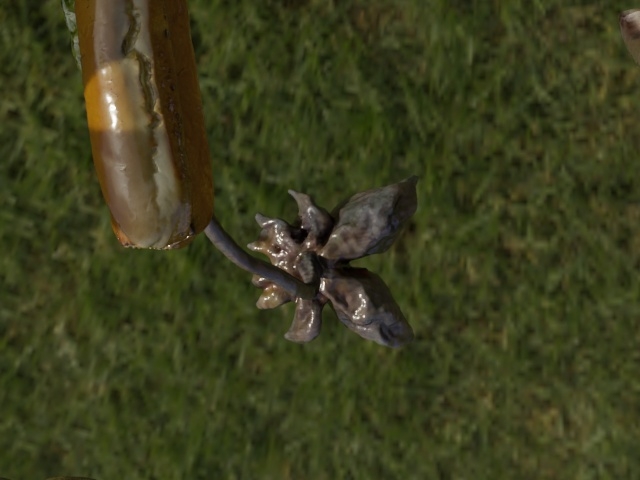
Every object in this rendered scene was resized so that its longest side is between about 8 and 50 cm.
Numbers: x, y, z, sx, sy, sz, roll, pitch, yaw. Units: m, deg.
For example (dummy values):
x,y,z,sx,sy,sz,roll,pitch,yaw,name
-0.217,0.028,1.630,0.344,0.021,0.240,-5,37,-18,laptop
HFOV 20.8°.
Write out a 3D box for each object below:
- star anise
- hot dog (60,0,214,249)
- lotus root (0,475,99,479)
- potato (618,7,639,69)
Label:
x,y,z,sx,sy,sz,roll,pitch,yaw,name
0.000,0.000,1.137,0.218,0.227,0.148,39,93,-6,star anise
-0.106,-0.109,0.974,0.062,0.092,0.236,-11,82,15,hot dog
-0.164,0.243,1.282,0.214,0.138,0.138,42,122,-5,lotus root
0.372,-0.071,0.766,0.385,0.442,0.319,44,102,1,potato
